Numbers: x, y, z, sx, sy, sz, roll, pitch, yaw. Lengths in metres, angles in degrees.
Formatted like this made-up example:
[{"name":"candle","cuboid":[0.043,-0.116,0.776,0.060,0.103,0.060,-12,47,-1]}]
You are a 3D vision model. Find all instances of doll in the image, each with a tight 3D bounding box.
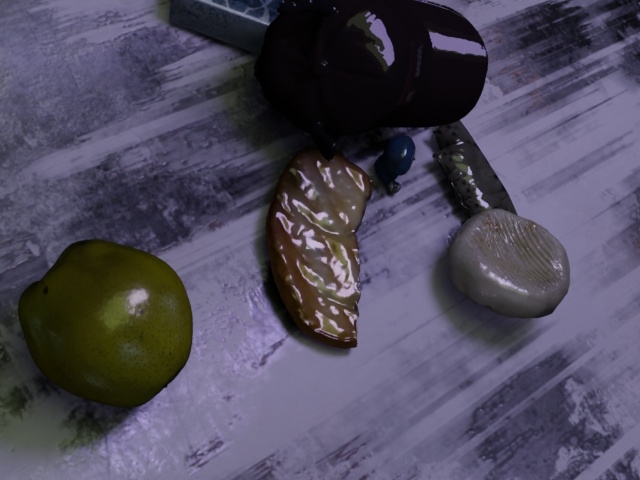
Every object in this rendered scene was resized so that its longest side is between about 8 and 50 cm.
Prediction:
[{"name":"doll","cuboid":[0.112,-0.115,1.517,0.050,0.083,0.076,20,58,-9]}]

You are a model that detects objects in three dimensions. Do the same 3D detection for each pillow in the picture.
[{"name":"pillow","cuboid":[0.233,-0.091,1.581,0.093,0.051,0.241,-19,75,-34]}]

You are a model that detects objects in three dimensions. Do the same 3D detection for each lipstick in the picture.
[{"name":"lipstick","cuboid":[-0.083,-0.324,1.544,0.289,0.076,0.077,16,56,-15]}]

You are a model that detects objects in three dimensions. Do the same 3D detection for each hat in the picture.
[{"name":"hat","cuboid":[0.065,-0.233,1.408,0.336,0.238,0.209,7,19,3]}]

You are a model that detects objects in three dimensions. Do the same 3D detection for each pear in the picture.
[{"name":"pear","cuboid":[-0.235,0.091,1.158,0.198,0.198,0.198,12,58,-20]}]

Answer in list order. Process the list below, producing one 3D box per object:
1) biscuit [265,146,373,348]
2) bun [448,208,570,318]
[{"name":"biscuit","cuboid":[-0.004,0.000,1.413,0.154,0.045,0.299,19,56,-17]},{"name":"bun","cuboid":[0.268,0.044,1.487,0.183,0.102,0.183,10,49,-12]}]
